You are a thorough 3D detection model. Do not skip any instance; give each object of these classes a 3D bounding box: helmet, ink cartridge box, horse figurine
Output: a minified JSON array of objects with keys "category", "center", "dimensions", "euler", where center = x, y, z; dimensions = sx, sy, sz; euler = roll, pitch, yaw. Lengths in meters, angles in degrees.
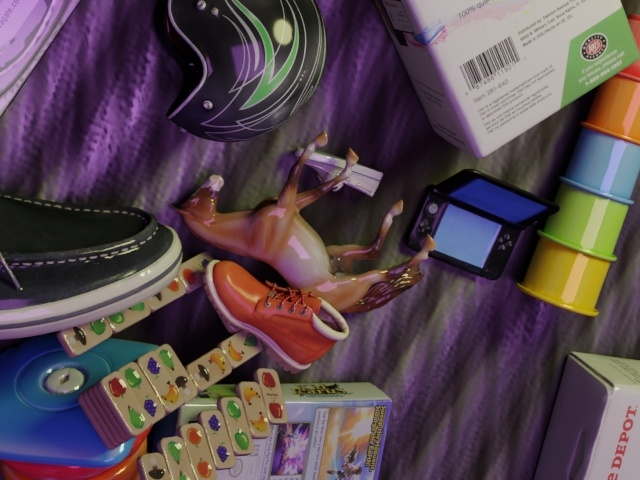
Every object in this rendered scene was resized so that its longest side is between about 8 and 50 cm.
[{"category":"helmet","center":[-0.076,-0.176,1.368],"dimensions":[0.169,0.169,0.162],"euler":[-21,96,-12]},{"category":"ink cartridge box","center":[0.163,-0.255,1.435],"dimensions":[0.201,0.117,0.278],"euler":[-32,118,-9]},{"category":"ink cartridge box","center":[0.395,0.248,1.670],"dimensions":[0.272,0.114,0.197],"euler":[9,103,-21]},{"category":"horse figurine","center":[0.000,0.000,1.487],"dimensions":[0.174,0.066,0.263],"euler":[-40,121,13]}]

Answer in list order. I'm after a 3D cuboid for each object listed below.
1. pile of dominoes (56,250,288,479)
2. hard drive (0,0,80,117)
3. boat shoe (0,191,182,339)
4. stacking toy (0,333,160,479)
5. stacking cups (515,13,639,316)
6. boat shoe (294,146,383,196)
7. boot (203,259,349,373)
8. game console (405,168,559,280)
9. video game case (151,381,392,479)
[{"category":"pile of dominoes","center":[-0.120,0.124,1.383],"dimensions":[0.040,0.251,0.196],"euler":[-32,90,37]},{"category":"hard drive","center":[-0.384,-0.263,1.294],"dimensions":[0.339,0.064,0.237],"euler":[35,92,-23]},{"category":"boat shoe","center":[-0.368,-0.014,1.308],"dimensions":[0.500,0.187,0.156],"euler":[3,110,-14]},{"category":"stacking toy","center":[-0.231,0.250,1.459],"dimensions":[0.165,0.175,0.302],"euler":[4,126,12]},{"category":"stacking cups","center":[0.308,-0.080,1.567],"dimensions":[0.096,0.096,0.316],"euler":[18,95,-22]},{"category":"boat shoe","center":[0.015,-0.068,1.498],"dimensions":[0.100,0.035,0.035],"euler":[16,97,-28]},{"category":"boot","center":[-0.043,0.062,1.461],"dimensions":[0.084,0.059,0.158],"euler":[-30,122,35]},{"category":"game console","center":[0.169,-0.015,1.543],"dimensions":[0.122,0.071,0.107],"euler":[21,97,-22]},{"category":"video game case","center":[-0.063,0.283,1.539],"dimensions":[0.244,0.061,0.270],"euler":[3,105,-28]}]
